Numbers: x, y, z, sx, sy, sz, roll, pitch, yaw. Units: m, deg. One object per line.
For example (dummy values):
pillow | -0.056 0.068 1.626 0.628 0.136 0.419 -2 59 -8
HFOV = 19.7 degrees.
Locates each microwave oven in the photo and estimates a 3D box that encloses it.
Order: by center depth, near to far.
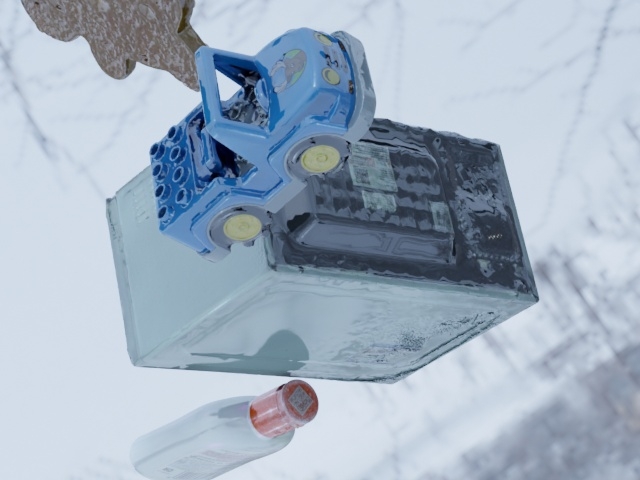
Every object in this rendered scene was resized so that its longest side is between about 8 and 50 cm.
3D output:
microwave oven | 0.000 0.000 1.591 0.295 0.181 0.237 8 150 -38

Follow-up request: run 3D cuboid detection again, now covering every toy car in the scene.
toy car | -0.056 -0.075 1.283 0.100 0.097 0.191 27 127 -36

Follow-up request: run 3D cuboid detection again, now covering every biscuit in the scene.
biscuit | -0.177 -0.197 1.572 0.031 0.205 0.138 -47 134 -35

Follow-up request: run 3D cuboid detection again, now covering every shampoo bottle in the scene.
shampoo bottle | -0.081 0.177 1.704 0.108 0.051 0.221 11 154 -35
